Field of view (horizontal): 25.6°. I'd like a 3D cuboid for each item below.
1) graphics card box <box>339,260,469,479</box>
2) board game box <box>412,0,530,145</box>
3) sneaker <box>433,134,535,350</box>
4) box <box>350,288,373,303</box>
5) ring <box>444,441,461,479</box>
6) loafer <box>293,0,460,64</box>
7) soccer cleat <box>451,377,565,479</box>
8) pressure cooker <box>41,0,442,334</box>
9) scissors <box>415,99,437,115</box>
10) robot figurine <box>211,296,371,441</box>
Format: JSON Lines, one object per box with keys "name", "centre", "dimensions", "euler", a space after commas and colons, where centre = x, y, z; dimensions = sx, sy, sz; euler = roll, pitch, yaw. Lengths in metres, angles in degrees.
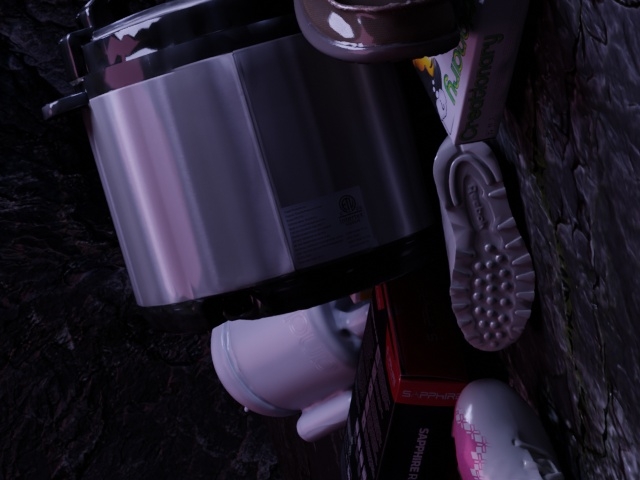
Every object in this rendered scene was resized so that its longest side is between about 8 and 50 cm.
{"name": "graphics card box", "centre": [0.098, 0.234, 1.790], "dimensions": [0.232, 0.094, 0.370], "euler": [-98, 15, -53]}
{"name": "board game box", "centre": [0.133, -0.261, 1.307], "dimensions": [0.305, 0.053, 0.193], "euler": [95, 158, -51]}
{"name": "sneaker", "centre": [0.170, -0.001, 1.478], "dimensions": [0.095, 0.090, 0.235], "euler": [-92, -6, -78]}
{"name": "box", "centre": [0.063, -0.030, 1.864], "dimensions": [0.103, 0.114, 0.203], "euler": [89, 163, -44]}
{"name": "ring", "centre": [0.213, 0.374, 1.687], "dimensions": [0.336, 0.032, 0.336], "euler": [46, 144, 50]}
{"name": "loafer", "centre": [0.027, -0.284, 1.311], "dimensions": [0.366, 0.134, 0.130], "euler": [-118, 21, -50]}
{"name": "soccer cleat", "centre": [0.240, 0.292, 1.454], "dimensions": [0.143, 0.116, 0.331], "euler": [-36, 67, 58]}
{"name": "pressure cooker", "centre": [-0.074, -0.136, 1.583], "dimensions": [0.370, 0.376, 0.420], "euler": [-24, -81, -56]}
{"name": "scissors", "centre": [0.143, -0.148, 1.540], "dimensions": [0.297, 0.021, 0.109], "euler": [116, 138, -72]}
{"name": "robot figurine", "centre": [-0.019, 0.131, 2.016], "dimensions": [0.353, 0.200, 0.299], "euler": [-31, 65, 39]}
